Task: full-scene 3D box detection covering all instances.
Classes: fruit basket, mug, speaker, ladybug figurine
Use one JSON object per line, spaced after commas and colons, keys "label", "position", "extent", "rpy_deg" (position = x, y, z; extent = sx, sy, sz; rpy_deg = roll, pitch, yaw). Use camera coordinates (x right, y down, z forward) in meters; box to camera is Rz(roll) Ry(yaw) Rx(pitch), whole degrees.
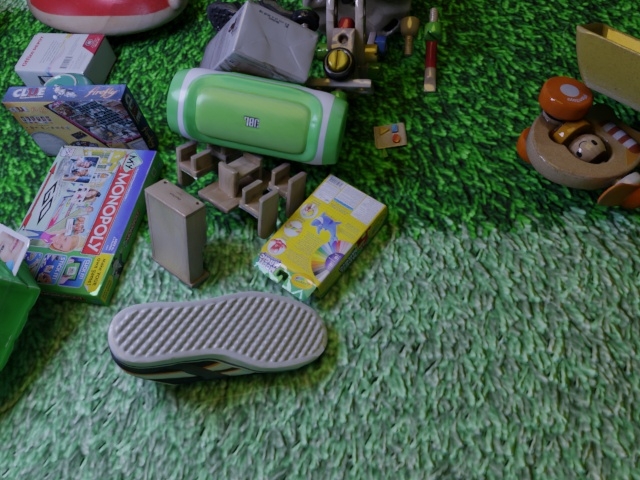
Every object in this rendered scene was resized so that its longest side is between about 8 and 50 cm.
{"label": "fruit basket", "position": [-0.639, 0.097, 0.923], "extent": [0.353, 0.165, 0.327], "rpy_deg": [21, 84, 27]}
{"label": "mug", "position": [-0.518, -0.295, 1.202], "extent": [0.157, 0.097, 0.129], "rpy_deg": [-15, 58, 0]}
{"label": "speaker", "position": [-0.106, -0.215, 0.983], "extent": [0.296, 0.131, 0.131], "rpy_deg": [12, 61, 3]}
{"label": "ladybug figurine", "position": [-0.519, -0.622, 1.347], "extent": [0.449, 0.162, 0.305], "rpy_deg": [14, 54, 18]}

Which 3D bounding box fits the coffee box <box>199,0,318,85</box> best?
{"label": "coffee box", "position": [-0.128, -0.333, 1.058], "extent": [0.141, 0.246, 0.098], "rpy_deg": [17, 82, -26]}

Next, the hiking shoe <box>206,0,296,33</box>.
{"label": "hiking shoe", "position": [-0.147, -0.507, 1.296], "extent": [0.226, 0.086, 0.114], "rpy_deg": [19, 50, 13]}

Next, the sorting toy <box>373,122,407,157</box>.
{"label": "sorting toy", "position": [0.136, -0.194, 1.092], "extent": [0.062, 0.012, 0.083], "rpy_deg": [-5, 58, 5]}

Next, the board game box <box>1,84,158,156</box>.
{"label": "board game box", "position": [-0.467, -0.232, 1.118], "extent": [0.243, 0.165, 0.042], "rpy_deg": [2, 59, 9]}

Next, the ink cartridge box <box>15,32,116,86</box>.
{"label": "ink cartridge box", "position": [-0.579, -0.404, 1.292], "extent": [0.175, 0.072, 0.127], "rpy_deg": [6, 61, 12]}

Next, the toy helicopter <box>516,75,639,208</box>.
{"label": "toy helicopter", "position": [0.521, -0.140, 0.939], "extent": [0.354, 0.140, 0.235], "rpy_deg": [1, 52, -6]}

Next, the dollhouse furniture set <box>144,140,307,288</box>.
{"label": "dollhouse furniture set", "position": [-0.180, -0.057, 1.012], "extent": [0.212, 0.161, 0.242], "rpy_deg": [31, 46, 24]}

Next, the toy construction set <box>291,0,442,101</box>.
{"label": "toy construction set", "position": [0.092, -0.343, 1.105], "extent": [0.308, 0.257, 0.237], "rpy_deg": [7, 77, -13]}

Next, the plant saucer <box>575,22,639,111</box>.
{"label": "plant saucer", "position": [0.579, -0.255, 0.939], "extent": [0.332, 0.081, 0.333], "rpy_deg": [34, 33, 17]}

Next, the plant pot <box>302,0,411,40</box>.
{"label": "plant pot", "position": [0.084, -0.608, 1.199], "extent": [0.333, 0.334, 0.306], "rpy_deg": [3, 71, 10]}

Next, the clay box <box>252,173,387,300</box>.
{"label": "clay box", "position": [0.000, 0.000, 0.972], "extent": [0.127, 0.053, 0.222], "rpy_deg": [33, 70, 24]}

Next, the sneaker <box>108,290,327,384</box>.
{"label": "sneaker", "position": [-0.156, 0.152, 0.874], "extent": [0.321, 0.127, 0.126], "rpy_deg": [4, 63, -18]}

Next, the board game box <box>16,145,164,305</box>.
{"label": "board game box", "position": [-0.448, -0.039, 1.069], "extent": [0.213, 0.046, 0.317], "rpy_deg": [5, 60, 12]}
